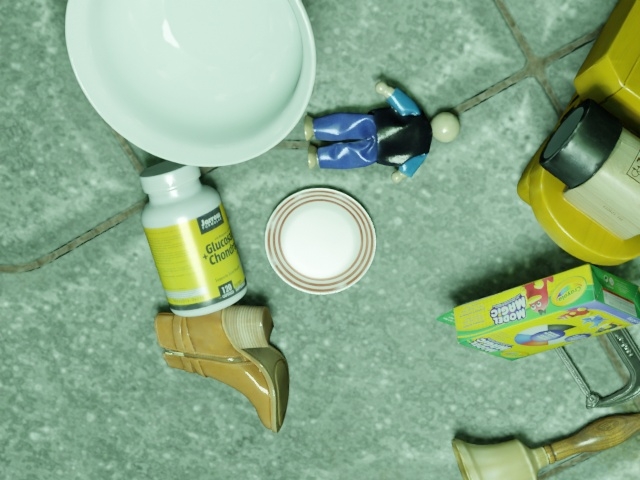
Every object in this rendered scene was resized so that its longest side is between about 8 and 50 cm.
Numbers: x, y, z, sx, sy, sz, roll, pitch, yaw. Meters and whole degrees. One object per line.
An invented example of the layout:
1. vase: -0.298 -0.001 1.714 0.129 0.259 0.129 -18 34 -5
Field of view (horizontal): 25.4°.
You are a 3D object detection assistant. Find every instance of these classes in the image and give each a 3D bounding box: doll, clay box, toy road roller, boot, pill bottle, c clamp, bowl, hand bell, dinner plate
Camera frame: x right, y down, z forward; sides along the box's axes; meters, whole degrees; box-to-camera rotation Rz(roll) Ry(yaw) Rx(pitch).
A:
1. doll: 0.077 -0.133 1.738 0.189 0.046 0.129 -4 108 5
2. clay box: 0.264 0.095 1.723 0.222 0.127 0.053 -23 62 34
3. toy road roller: 0.365 -0.124 1.670 0.202 0.240 0.329 35 69 -7
4. boot: -0.126 0.164 1.839 0.152 0.073 0.197 -3 117 16
5. pill bottle: -0.163 -0.006 1.763 0.103 0.103 0.184 -14 107 8
6. c clamp: 0.341 0.156 1.828 0.137 0.022 0.160 -38 100 9
7. bowl: -0.135 -0.246 1.653 0.298 0.134 0.298 7 121 12
8. hand bell: 0.305 0.274 1.835 0.242 0.126 0.126 -21 105 -2
9. dinner plate: 0.000 0.000 1.800 0.141 0.017 0.141 1 108 3
